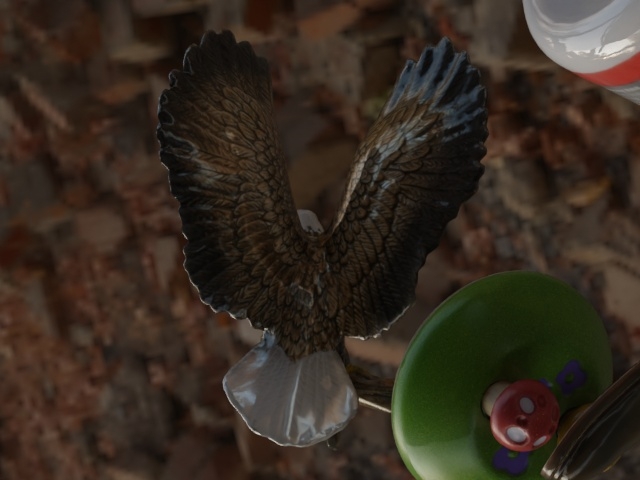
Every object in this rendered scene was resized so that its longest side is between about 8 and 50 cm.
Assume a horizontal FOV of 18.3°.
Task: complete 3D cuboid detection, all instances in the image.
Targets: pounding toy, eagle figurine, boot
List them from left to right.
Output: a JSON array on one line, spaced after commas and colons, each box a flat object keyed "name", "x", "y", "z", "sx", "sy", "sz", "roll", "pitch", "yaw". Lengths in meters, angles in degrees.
[{"name": "eagle figurine", "x": -0.005, "y": -0.005, "z": 1.554, "sx": 0.225, "sy": 0.226, "sz": 0.298, "roll": 29, "pitch": 125, "yaw": 43}, {"name": "pounding toy", "x": 0.155, "y": 0.148, "z": 1.427, "sx": 0.110, "sy": 0.183, "sz": 0.237, "roll": 34, "pitch": 132, "yaw": 58}, {"name": "boot", "x": 0.249, "y": 0.107, "z": 1.256, "sx": 0.106, "sy": 0.219, "sz": 0.082, "roll": 49, "pitch": 174, "yaw": 13}]

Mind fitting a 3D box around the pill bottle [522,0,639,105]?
[{"name": "pill bottle", "x": 0.322, "y": -0.134, "z": 1.193, "sx": 0.210, "sy": 0.363, "sz": 0.210, "roll": -48, "pitch": 29, "yaw": 39}]
